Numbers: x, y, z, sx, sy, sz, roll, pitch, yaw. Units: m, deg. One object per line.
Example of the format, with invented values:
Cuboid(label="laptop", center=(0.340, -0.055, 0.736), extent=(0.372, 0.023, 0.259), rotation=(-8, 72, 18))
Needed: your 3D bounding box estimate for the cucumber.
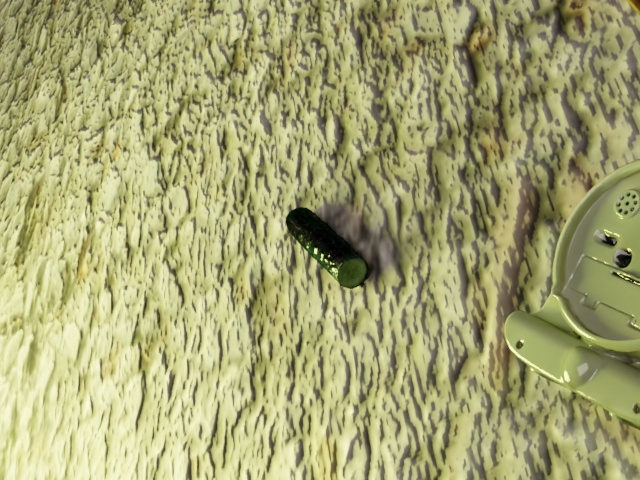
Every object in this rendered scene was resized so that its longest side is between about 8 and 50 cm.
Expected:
Cuboid(label="cucumber", center=(0.000, 0.000, 0.972), extent=(0.032, 0.032, 0.133), rotation=(-57, 35, 9))

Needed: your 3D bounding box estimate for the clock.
Cuboid(label="clock", center=(0.209, 0.015, 0.674), extent=(0.151, 0.062, 0.191), rotation=(28, 91, 54))

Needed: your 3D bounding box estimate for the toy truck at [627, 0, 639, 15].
Cuboid(label="toy truck", center=(0.283, -0.143, 0.523), extent=(0.204, 0.288, 0.211), rotation=(-57, 11, 13))
